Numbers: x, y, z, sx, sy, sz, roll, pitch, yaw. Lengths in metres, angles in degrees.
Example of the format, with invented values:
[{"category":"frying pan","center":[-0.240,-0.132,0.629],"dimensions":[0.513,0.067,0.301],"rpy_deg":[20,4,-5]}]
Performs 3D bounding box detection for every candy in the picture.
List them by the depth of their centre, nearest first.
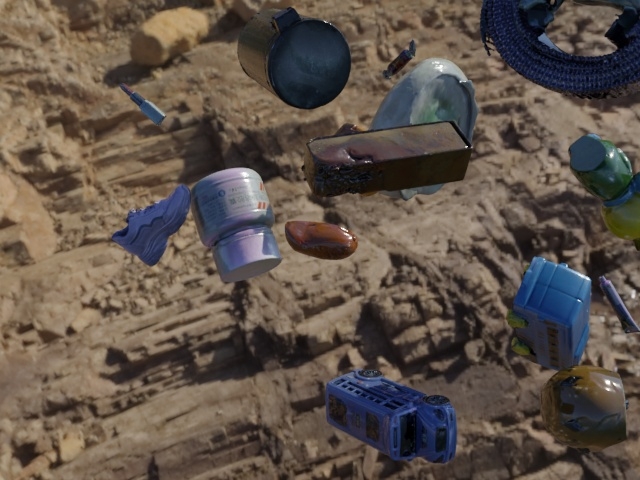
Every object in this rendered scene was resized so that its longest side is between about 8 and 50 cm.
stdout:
[{"category":"candy","center":[0.282,-0.318,1.965],"dimensions":[0.386,0.427,0.186],"rpy_deg":[-18,45,-36]},{"category":"candy","center":[0.247,-0.553,2.100],"dimensions":[0.043,0.045,0.175],"rpy_deg":[-31,-4,-39]}]

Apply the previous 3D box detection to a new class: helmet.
[{"category":"helmet","center":[0.569,0.370,1.525],"dimensions":[0.130,0.199,0.224],"rpy_deg":[14,-22,-24]}]

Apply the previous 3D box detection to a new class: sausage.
[{"category":"sausage","center":[0.000,0.000,1.624],"dimensions":[0.179,0.089,0.089],"rpy_deg":[13,34,3]}]

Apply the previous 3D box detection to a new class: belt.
[{"category":"belt","center":[0.421,-0.362,1.080],"dimensions":[0.324,0.260,0.122],"rpy_deg":[32,19,30]}]

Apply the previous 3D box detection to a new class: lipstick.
[{"category":"lipstick","center":[-0.349,-0.269,1.327],"dimensions":[0.025,0.107,0.025],"rpy_deg":[-48,3,8]}]

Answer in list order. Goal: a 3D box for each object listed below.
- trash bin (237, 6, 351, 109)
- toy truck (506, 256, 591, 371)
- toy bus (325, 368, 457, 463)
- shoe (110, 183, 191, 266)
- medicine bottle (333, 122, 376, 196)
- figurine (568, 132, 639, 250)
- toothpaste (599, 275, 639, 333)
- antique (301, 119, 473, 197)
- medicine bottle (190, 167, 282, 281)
[{"category":"trash bin","center":[-0.074,-0.452,1.658],"dimensions":[0.203,0.252,0.301],"rpy_deg":[-35,31,-5]},{"category":"toy truck","center":[0.546,0.183,1.618],"dimensions":[0.162,0.385,0.161],"rpy_deg":[19,69,28]},{"category":"toy bus","center":[0.141,0.366,1.409],"dimensions":[0.133,0.126,0.292],"rpy_deg":[-10,13,-37]},{"category":"shoe","center":[-0.444,-0.057,1.804],"dimensions":[0.245,0.137,0.095],"rpy_deg":[-55,31,11]},{"category":"medicine bottle","center":[0.113,-0.240,2.123],"dimensions":[0.112,0.222,0.149],"rpy_deg":[29,76,41]},{"category":"figurine","center":[0.607,-0.101,1.401],"dimensions":[0.127,0.234,0.185],"rpy_deg":[-46,20,19]},{"category":"toothpaste","center":[0.749,0.163,1.721],"dimensions":[0.028,0.170,0.045],"rpy_deg":[-36,7,-33]},{"category":"antique","center":[0.124,-0.152,1.288],"dimensions":[0.309,0.087,0.093],"rpy_deg":[-9,48,-15]},{"category":"medicine bottle","center":[-0.258,-0.045,2.104],"dimensions":[0.241,0.302,0.241],"rpy_deg":[-19,-13,-5]}]
